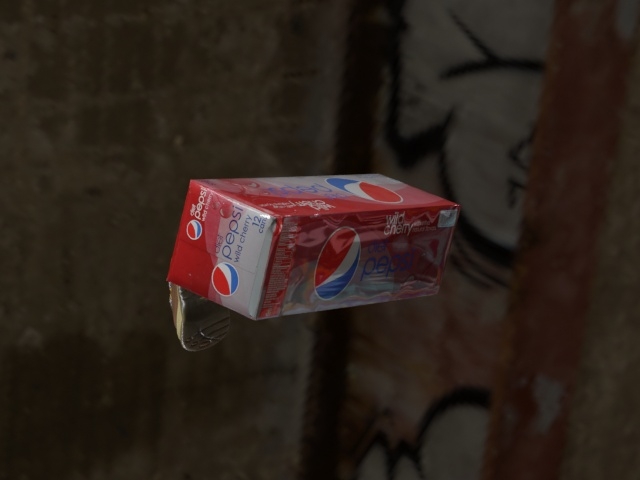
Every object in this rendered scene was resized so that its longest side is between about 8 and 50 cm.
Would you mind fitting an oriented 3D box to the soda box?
[{"bbox_3d":[0.000,0.000,1.506,0.263,0.092,0.083,-4,-67,-56],"label":"soda box"}]

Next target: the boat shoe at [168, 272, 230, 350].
[{"bbox_3d":[-0.116,0.025,1.786,0.064,0.060,0.178,-15,-41,-24],"label":"boat shoe"}]
